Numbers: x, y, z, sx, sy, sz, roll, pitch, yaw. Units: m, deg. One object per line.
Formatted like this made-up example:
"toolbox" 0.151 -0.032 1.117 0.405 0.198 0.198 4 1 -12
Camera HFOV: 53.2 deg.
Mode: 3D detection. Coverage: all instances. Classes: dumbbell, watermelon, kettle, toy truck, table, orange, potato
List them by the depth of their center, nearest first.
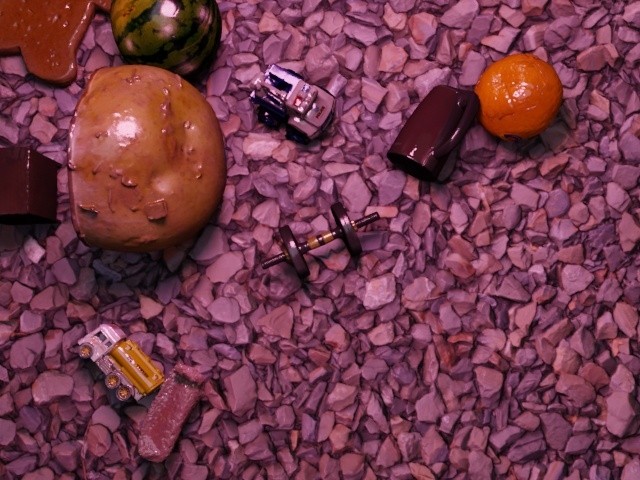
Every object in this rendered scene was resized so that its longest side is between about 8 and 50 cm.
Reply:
"potato" -0.387 -0.192 1.529 0.319 0.385 0.442 1 98 -1
"watermelon" -0.388 -0.544 1.611 0.285 0.285 0.285 0 85 1
"orange" 0.498 -0.360 1.618 0.219 0.193 0.219 0 90 46
"dumbbell" 0.000 0.000 1.623 0.325 0.143 0.143 -24 85 -1
"kettle" 0.294 -0.283 1.623 0.144 0.202 0.232 31 85 -23
"table" -0.782 -0.133 1.629 0.172 0.193 0.169 -2 85 1
"toy truck" -0.503 0.311 1.631 0.114 0.098 0.227 -43 87 -6
"toy truck" -0.071 -0.362 1.643 0.213 0.177 0.161 30 85 4

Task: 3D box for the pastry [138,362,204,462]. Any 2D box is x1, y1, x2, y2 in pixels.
"pastry" -0.372 0.424 1.613 0.102 0.112 0.265 29 97 0

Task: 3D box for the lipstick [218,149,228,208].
"lipstick" -0.276 -0.163 1.693 0.048 0.048 0.158 5 85 2

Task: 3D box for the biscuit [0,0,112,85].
"biscuit" -0.712 -0.633 1.739 0.368 0.076 0.394 30 89 4
